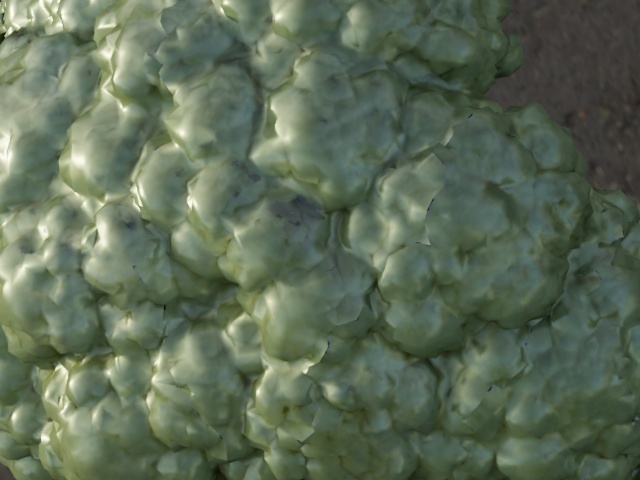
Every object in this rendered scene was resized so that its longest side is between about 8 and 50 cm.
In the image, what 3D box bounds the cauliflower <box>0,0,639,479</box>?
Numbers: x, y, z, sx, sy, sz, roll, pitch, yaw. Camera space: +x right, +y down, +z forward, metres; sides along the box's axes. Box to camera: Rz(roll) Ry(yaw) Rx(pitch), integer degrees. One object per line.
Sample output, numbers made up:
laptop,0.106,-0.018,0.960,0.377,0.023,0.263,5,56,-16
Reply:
cauliflower,0.000,0.000,0.596,0.272,0.250,0.275,-17,93,28
